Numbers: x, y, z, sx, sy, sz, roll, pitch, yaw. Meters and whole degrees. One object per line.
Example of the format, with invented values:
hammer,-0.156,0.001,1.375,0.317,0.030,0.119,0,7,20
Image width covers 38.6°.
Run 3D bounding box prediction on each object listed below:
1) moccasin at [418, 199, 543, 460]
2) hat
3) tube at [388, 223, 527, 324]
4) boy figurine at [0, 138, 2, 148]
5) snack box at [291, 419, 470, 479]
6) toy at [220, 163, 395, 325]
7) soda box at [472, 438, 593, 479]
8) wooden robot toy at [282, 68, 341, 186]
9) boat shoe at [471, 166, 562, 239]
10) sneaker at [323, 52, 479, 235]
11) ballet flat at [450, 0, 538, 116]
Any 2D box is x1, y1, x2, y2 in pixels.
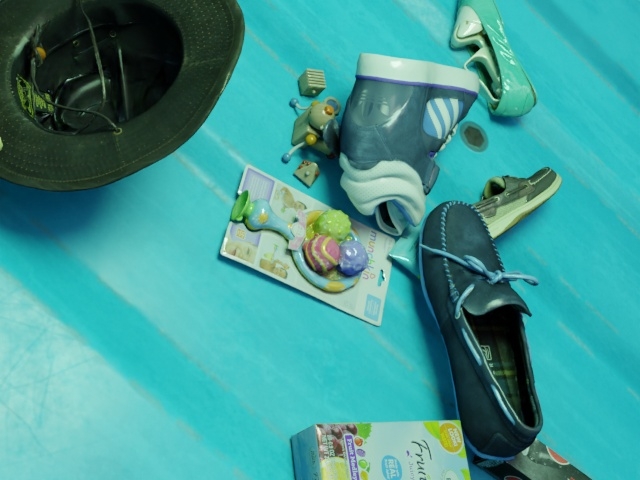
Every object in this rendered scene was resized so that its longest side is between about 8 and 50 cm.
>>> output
moccasin,0.221,0.097,1.151,0.137,0.117,0.342,-4,67,-26
hat,-0.232,-0.174,1.036,0.331,0.134,0.332,-4,65,9
tube,0.189,0.060,1.252,0.207,0.052,0.080,40,43,-3
boy figurine,-0.419,-0.180,0.925,0.092,0.177,0.285,-30,68,-13
snack box,0.079,0.301,1.058,0.207,0.070,0.175,5,65,-30
toy,0.000,0.000,1.163,0.237,0.056,0.137,24,58,-19
soda box,0.283,0.304,1.186,0.169,0.053,0.060,37,55,-11
wooden robot toy,0.004,-0.162,1.227,0.076,0.079,0.173,18,60,-22
boat shoe,0.271,-0.061,1.335,0.223,0.080,0.073,-35,93,-32
sneaker,0.120,-0.129,1.274,0.322,0.130,0.236,-10,110,-64
ballet flat,0.257,-0.304,1.444,0.087,0.083,0.247,-17,74,-20
